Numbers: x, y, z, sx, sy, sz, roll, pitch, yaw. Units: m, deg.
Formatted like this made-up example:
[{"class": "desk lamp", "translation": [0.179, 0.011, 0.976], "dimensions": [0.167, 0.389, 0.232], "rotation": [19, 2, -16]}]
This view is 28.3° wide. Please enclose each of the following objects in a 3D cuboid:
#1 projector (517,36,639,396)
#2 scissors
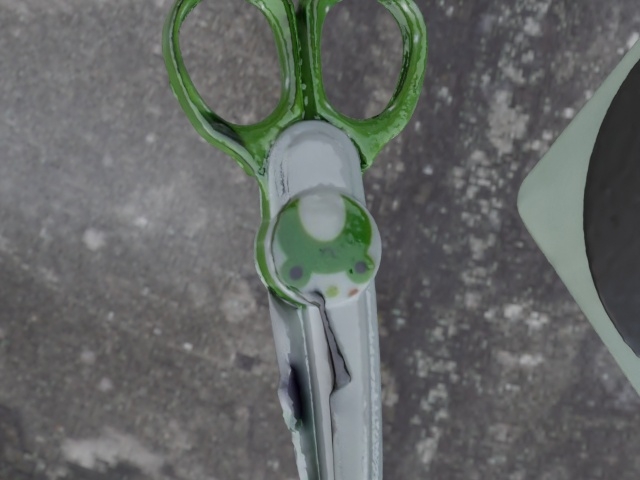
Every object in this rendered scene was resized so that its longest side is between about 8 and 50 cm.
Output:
[{"class": "projector", "translation": [0.252, -0.023, 0.670], "dimensions": [0.079, 0.257, 0.259], "rotation": [9, 130, -38]}, {"class": "scissors", "translation": [0.000, 0.000, 0.467], "dimensions": [0.101, 0.204, 0.027], "rotation": [-6, 177, -18]}]
